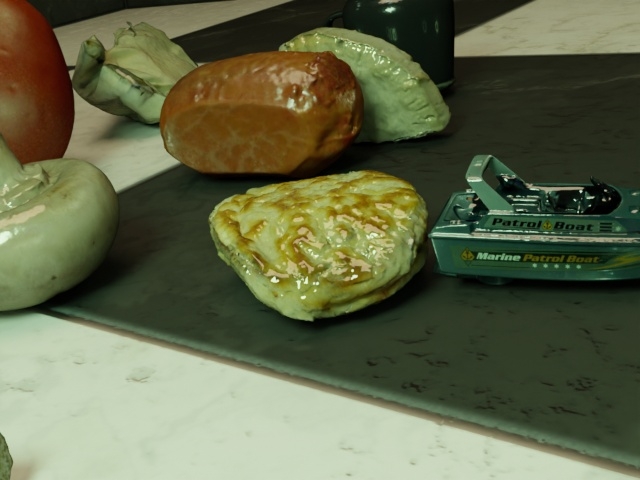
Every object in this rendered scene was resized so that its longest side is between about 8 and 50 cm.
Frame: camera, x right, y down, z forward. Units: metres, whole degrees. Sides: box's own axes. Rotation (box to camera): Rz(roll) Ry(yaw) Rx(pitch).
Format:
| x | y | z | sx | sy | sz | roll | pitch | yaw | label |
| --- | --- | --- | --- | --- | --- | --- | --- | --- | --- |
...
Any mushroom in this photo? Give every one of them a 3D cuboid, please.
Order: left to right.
| x | y | z | sx | sy | sz | roll | pitch | yaw | label |
| --- | --- | --- | --- | --- | --- | --- | --- | --- | --- |
| -0.303 | -0.036 | 0.842 | 0.206 | 0.209 | 0.206 | -10 | -5 | -1 | mushroom |

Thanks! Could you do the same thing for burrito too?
| x | y | z | sx | sy | sz | roll | pitch | yaw | label |
| --- | --- | --- | --- | --- | --- | --- | --- | --- | --- |
| -0.328 | -0.281 | 1.508 | 0.135 | 0.190 | 0.332 | -42 | 13 | 16 | burrito |

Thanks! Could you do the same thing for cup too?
| x | y | z | sx | sy | sz | roll | pitch | yaw | label |
| --- | --- | --- | --- | --- | --- | --- | --- | --- | --- |
| 0.106 | -0.307 | 1.337 | 0.223 | 0.176 | 0.169 | 3 | 27 | 37 | cup |

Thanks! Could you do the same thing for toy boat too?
| x | y | z | sx | sy | sz | roll | pitch | yaw | label |
| --- | --- | --- | --- | --- | --- | --- | --- | --- | --- |
| 0.205 | -0.014 | 0.681 | 0.246 | 0.103 | 0.093 | 2 | 24 | 20 | toy boat |

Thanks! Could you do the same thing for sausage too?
| x | y | z | sx | sy | sz | roll | pitch | yaw | label |
| --- | --- | --- | --- | --- | --- | --- | --- | --- | --- |
| -0.077 | -0.156 | 1.074 | 0.268 | 0.153 | 0.141 | -1 | 29 | 25 | sausage |

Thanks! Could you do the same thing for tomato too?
| x | y | z | sx | sy | sz | roll | pitch | yaw | label |
| --- | --- | --- | --- | --- | --- | --- | --- | --- | --- |
| -0.496 | -0.203 | 1.154 | 0.321 | 0.321 | 0.321 | -9 | 22 | 3 | tomato |

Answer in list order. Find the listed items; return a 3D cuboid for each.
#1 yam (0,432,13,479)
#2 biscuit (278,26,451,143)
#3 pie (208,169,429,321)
| x | y | z | sx | sy | sz | roll | pitch | yaw | label |
| --- | --- | --- | --- | --- | --- | --- | --- | --- | --- |
| -0.267 | 0.144 | 0.526 | 0.127 | 0.084 | 0.084 | -6 | 22 | 17 | yam |
| 0.022 | -0.203 | 1.150 | 0.281 | 0.179 | 0.084 | 1 | 44 | 42 | biscuit |
| 0.000 | 0.000 | 0.753 | 0.179 | 0.084 | 0.205 | -19 | 25 | -18 | pie |
